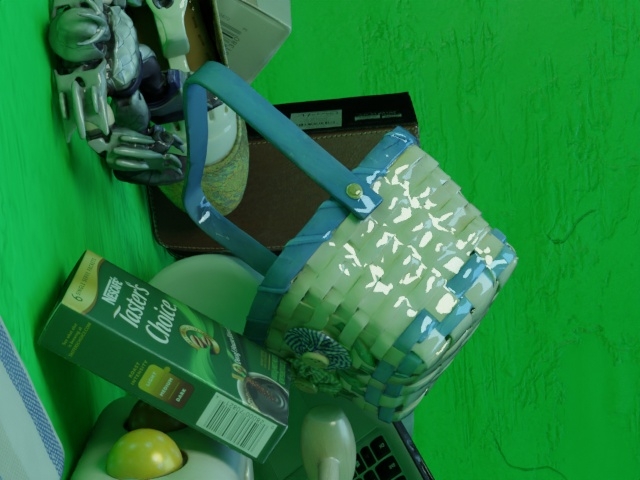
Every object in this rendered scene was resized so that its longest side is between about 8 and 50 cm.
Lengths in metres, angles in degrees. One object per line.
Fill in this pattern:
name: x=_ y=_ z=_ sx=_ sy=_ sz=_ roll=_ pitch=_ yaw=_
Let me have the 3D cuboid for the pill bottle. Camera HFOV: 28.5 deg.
pill bottle: x=-0.099 y=0.090 z=1.295 sx=0.278 sy=0.162 sz=0.162 roll=-38 pitch=123 yaw=-88

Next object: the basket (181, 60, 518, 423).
basket: x=0.000 y=0.000 z=1.035 sx=0.289 sy=0.201 sz=0.255 roll=41 pitch=-20 yaw=13

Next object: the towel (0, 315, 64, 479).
towel: x=-0.170 y=0.101 z=0.493 sx=0.285 sy=0.034 sz=0.209 roll=-92 pitch=165 yaw=-61

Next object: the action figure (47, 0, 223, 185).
action figure: x=-0.160 y=-0.138 z=1.064 sx=0.285 sy=0.099 sz=0.185 roll=62 pitch=33 yaw=-74

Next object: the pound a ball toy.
pound a ball toy: x=-0.079 y=0.188 z=0.913 sx=0.319 sy=0.208 sz=0.136 roll=-86 pitch=171 yaw=-75

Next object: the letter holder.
letter holder: x=-0.035 y=-0.038 z=1.449 sx=0.152 sy=0.301 sz=0.215 roll=-90 pitch=175 yaw=-70

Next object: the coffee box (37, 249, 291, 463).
coffee box: x=-0.108 y=0.082 z=0.916 sx=0.040 sy=0.184 sz=0.113 roll=-57 pitch=-171 yaw=16

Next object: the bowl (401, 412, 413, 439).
bowl: x=-0.045 y=0.191 z=1.558 sx=0.311 sy=0.163 sz=0.312 roll=18 pitch=-67 yaw=50

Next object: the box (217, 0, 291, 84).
box: x=-0.122 y=-0.312 z=1.474 sx=0.148 sy=0.121 sz=0.311 roll=-48 pitch=-150 yaw=32

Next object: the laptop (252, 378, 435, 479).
laptop: x=-0.049 y=0.370 z=1.297 sx=0.382 sy=0.236 sz=0.408 roll=-46 pitch=-112 yaw=47

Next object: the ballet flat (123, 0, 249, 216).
ballet flat: x=-0.143 y=-0.181 z=1.259 sx=0.123 sy=0.123 sz=0.349 roll=-88 pitch=167 yaw=-76
